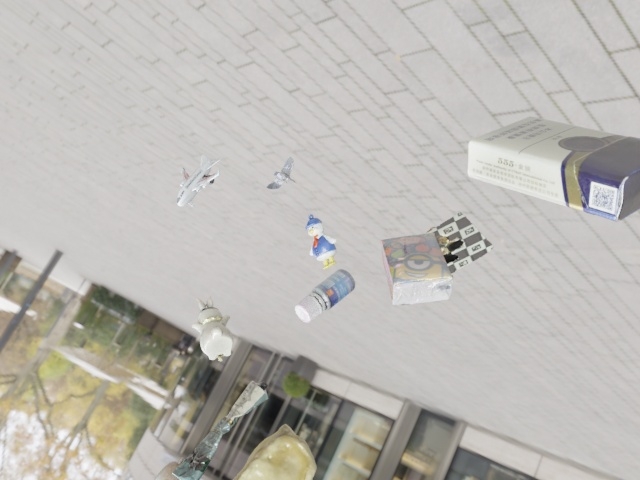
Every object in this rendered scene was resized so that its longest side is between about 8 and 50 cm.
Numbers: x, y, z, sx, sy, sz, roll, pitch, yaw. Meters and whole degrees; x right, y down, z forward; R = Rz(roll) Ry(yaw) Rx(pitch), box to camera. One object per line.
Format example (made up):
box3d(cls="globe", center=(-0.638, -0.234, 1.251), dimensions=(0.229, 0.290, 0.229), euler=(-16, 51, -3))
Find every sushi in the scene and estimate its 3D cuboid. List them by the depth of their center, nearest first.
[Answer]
box3d(cls="sushi", center=(0.263, 0.013, 1.414), dimensions=(0.210, 0.192, 0.040), euler=(37, -154, -50))

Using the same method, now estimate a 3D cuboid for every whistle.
box3d(cls="whistle", center=(-0.377, 0.601, 1.477), dimensions=(0.057, 0.220, 0.107), euler=(32, 171, 14))

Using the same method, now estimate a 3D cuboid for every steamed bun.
box3d(cls="steamed bun", center=(-0.145, 0.703, 1.608), dimensions=(0.247, 0.428, 0.189), euler=(32, 150, 16))

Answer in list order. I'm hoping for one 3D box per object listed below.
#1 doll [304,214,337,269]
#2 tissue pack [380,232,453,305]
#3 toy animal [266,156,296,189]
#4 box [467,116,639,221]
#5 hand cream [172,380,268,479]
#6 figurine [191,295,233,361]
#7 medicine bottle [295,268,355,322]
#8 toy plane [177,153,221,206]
box3d(cls="doll", center=(0.000, 0.000, 1.601), dimensions=(0.057, 0.143, 0.098), euler=(-11, 166, -46))
box3d(cls="tissue pack", center=(0.176, 0.050, 1.192), dimensions=(0.108, 0.148, 0.060), euler=(-5, 125, -1))
box3d(cls="toy animal", center=(-0.071, -0.129, 1.317), dimensions=(0.050, 0.084, 0.028), euler=(38, -161, -7))
box3d(cls="box", center=(0.369, -0.115, 0.947), dimensions=(0.259, 0.168, 0.071), euler=(25, 130, 47))
box3d(cls="hand cream", center=(-0.188, 0.384, 1.285), dimensions=(0.052, 0.248, 0.075), euler=(46, 157, -15))
box3d(cls="figurine", center=(-0.247, 0.199, 1.416), dimensions=(0.081, 0.098, 0.146), euler=(6, -156, -28))
box3d(cls="medicine bottle", center=(0.013, 0.170, 1.961), dimensions=(0.083, 0.203, 0.083), euler=(35, 144, 31))
box3d(cls="toy plane", center=(-0.340, -0.161, 1.753), dimensions=(0.162, 0.171, 0.065), euler=(7, 156, 41))
